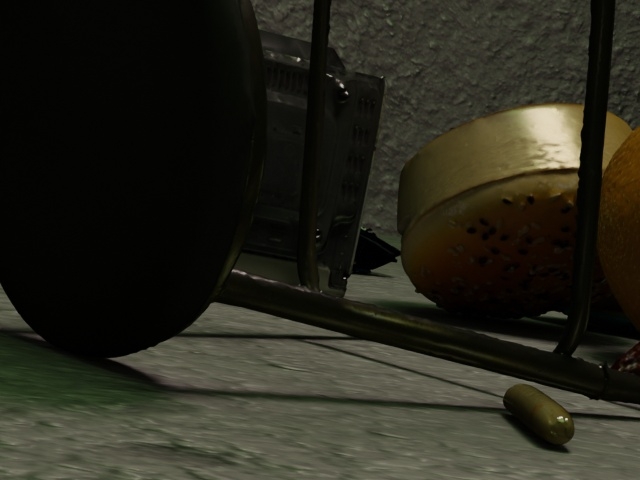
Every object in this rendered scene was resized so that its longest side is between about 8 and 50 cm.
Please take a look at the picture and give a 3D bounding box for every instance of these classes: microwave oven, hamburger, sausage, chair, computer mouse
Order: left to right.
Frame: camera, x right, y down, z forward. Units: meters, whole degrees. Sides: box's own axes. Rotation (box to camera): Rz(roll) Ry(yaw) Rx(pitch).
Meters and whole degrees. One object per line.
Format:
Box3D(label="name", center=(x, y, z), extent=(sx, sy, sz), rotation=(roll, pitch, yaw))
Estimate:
Box3D(label="microwave oven", center=(-0.135, -0.096, 1.816), extent=(0.355, 0.286, 0.218), rotation=(12, 2, -31))
Box3D(label="computer mouse", center=(0.000, 0.000, 2.311), extent=(0.241, 0.078, 0.146), rotation=(7, 5, -25))
Box3D(label="chair", center=(0.006, -0.072, 1.170), extent=(0.410, 0.362, 0.364), rotation=(0, 8, -39))
Box3D(label="hamburger", center=(0.223, -0.020, 1.789), extent=(0.300, 0.176, 0.300), rotation=(-6, -21, -2))
Box3D(label="sausage", center=(0.133, 0.105, 1.030), extent=(0.024, 0.024, 0.132), rotation=(8, 2, -4))

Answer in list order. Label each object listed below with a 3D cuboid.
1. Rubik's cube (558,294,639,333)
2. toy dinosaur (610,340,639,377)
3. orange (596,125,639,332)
Box3D(label="Rubik's cube", center=(0.357, 0.049, 1.986), extent=(0.254, 0.254, 0.254), rotation=(8, 3, 0))
Box3D(label="toy dinosaur", center=(0.393, 0.106, 1.285), extent=(0.327, 0.113, 0.206), rotation=(-8, 39, -40))
Box3D(label="orange", center=(0.388, -0.006, 1.567), extent=(0.274, 0.274, 0.274), rotation=(8, 3, 0))
